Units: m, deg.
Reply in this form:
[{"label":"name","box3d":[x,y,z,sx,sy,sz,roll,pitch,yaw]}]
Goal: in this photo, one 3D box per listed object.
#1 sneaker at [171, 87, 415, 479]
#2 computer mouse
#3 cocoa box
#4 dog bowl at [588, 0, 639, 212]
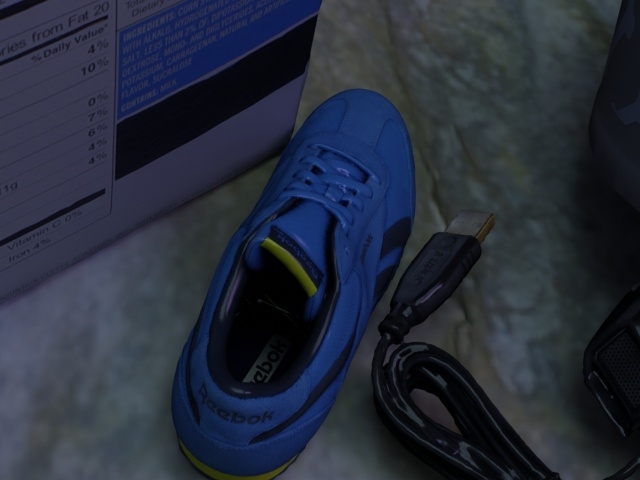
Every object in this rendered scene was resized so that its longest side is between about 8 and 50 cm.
[{"label":"sneaker","box3d":[0.000,0.000,0.444,0.069,0.082,0.209,21,55,4]},{"label":"computer mouse","box3d":[0.141,0.035,0.470,0.184,0.060,0.262,36,65,15]},{"label":"cocoa box","box3d":[-0.184,-0.173,0.426,0.231,0.228,0.347,-33,70,-28]},{"label":"dog bowl","box3d":[0.293,-0.094,0.450,0.348,0.102,0.349,-6,29,3]}]
